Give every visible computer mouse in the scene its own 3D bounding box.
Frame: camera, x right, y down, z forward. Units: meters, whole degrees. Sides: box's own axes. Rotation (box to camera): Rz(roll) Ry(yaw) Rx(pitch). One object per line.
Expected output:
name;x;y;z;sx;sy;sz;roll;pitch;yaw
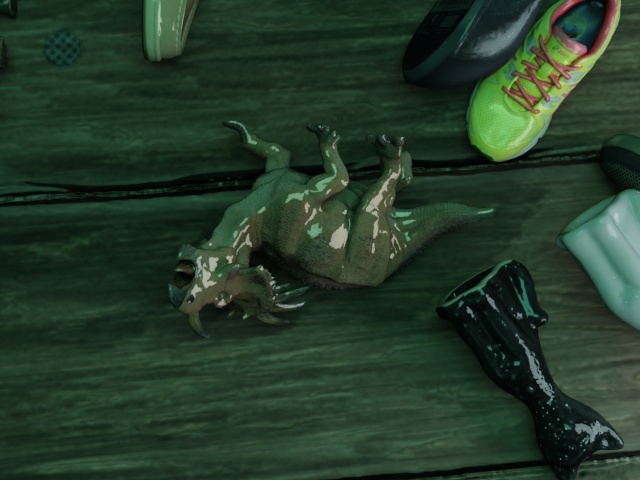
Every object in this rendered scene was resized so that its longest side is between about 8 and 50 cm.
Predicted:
computer mouse;0.181;-0.240;1.797;0.072;0.188;0.272;37;88;-18

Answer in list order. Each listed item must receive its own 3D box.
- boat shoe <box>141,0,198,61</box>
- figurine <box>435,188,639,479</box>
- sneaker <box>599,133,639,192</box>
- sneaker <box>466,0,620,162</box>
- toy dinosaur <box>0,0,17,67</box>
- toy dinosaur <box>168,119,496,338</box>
boat shoe;-0.096;-0.304;1.798;0.098;0.109;0.302;15;75;-2
figurine;0.249;0.092;1.752;0.215;0.092;0.209;-32;94;22
sneaker;0.327;0.009;1.799;0.227;0.087;0.130;46;74;-3
sneaker;0.209;-0.165;1.810;0.081;0.094;0.208;36;82;-1
toy dinosaur;-0.371;-0.190;1.766;0.160;0.121;0.314;2;86;7
toy dinosaur;0.000;0.000;1.759;0.295;0.127;0.200;8;88;-16
